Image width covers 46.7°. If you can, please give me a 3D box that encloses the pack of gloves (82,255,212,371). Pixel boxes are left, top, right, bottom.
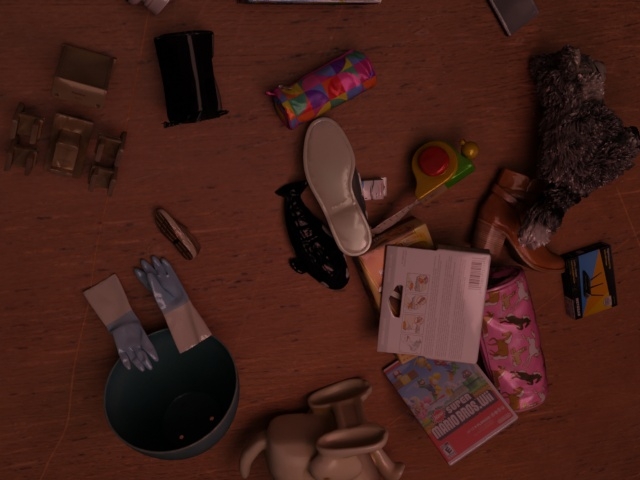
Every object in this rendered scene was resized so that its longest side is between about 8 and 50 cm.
[{"bbox_3d":[-0.379,0.156,1.612,0.195,0.046,0.232,-31,79,-12],"label":"pack of gloves"}]

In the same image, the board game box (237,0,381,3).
[{"bbox_3d":[-0.026,-0.558,1.517,0.276,0.142,0.144,-4,106,-15],"label":"board game box"}]

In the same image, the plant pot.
[{"bbox_3d":[-0.309,0.365,1.653,0.290,0.290,0.195,-24,145,-9],"label":"plant pot"}]

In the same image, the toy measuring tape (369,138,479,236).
[{"bbox_3d":[0.220,-0.139,1.738,0.330,0.121,0.121,-34,112,11],"label":"toy measuring tape"}]

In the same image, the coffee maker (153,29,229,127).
[{"bbox_3d":[-0.265,-0.331,1.499,0.120,0.171,0.178,-7,106,3],"label":"coffee maker"}]

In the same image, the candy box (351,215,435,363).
[{"bbox_3d":[0.212,0.122,1.807,0.183,0.087,0.316,-26,111,-8],"label":"candy box"}]

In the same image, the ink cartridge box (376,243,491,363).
[{"bbox_3d":[0.265,0.145,1.752,0.239,0.060,0.274,6,105,7],"label":"ink cartridge box"}]

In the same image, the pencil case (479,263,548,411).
[{"bbox_3d":[0.472,0.251,1.883,0.167,0.160,0.385,-10,112,22],"label":"pencil case"}]

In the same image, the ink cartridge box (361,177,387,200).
[{"bbox_3d":[0.121,-0.121,1.744,0.083,0.028,0.048,-6,107,-15],"label":"ink cartridge box"}]

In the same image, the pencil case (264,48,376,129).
[{"bbox_3d":[0.004,-0.331,1.616,0.237,0.104,0.104,-28,111,-8],"label":"pencil case"}]

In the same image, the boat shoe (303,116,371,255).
[{"bbox_3d":[0.039,-0.119,1.685,0.116,0.099,0.319,-17,91,4],"label":"boat shoe"}]

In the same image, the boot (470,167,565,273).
[{"bbox_3d":[0.525,-0.046,1.854,0.284,0.109,0.220,19,95,-13],"label":"boot"}]

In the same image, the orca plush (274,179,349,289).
[{"bbox_3d":[0.000,0.000,1.704,0.151,0.102,0.287,-16,109,-11],"label":"orca plush"}]

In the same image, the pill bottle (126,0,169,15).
[{"bbox_3d":[-0.377,-0.542,1.435,0.215,0.117,0.117,40,92,-21],"label":"pill bottle"}]

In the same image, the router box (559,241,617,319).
[{"bbox_3d":[0.712,0.106,1.969,0.133,0.046,0.178,-18,109,-11],"label":"router box"}]

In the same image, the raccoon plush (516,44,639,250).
[{"bbox_3d":[0.541,-0.236,1.682,0.299,0.216,0.446,48,59,-18],"label":"raccoon plush"}]

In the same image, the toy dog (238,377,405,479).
[{"bbox_3d":[0.031,0.611,1.795,0.396,0.284,0.407,-17,111,-10],"label":"toy dog"}]

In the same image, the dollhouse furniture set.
[{"bbox_3d":[-0.498,-0.245,1.499,0.212,0.161,0.242,13,123,-19],"label":"dollhouse furniture set"}]

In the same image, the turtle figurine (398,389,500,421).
[{"bbox_3d":[0.330,0.412,1.890,0.118,0.234,0.175,49,54,-59],"label":"turtle figurine"}]

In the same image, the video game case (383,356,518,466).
[{"bbox_3d":[0.318,0.380,1.834,0.204,0.285,0.025,-34,152,-5],"label":"video game case"}]

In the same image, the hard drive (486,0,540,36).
[{"bbox_3d":[0.438,-0.557,1.715,0.094,0.022,0.135,-38,112,-3],"label":"hard drive"}]

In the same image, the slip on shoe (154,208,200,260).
[{"bbox_3d":[-0.315,-0.019,1.644,0.135,0.051,0.041,52,47,-14],"label":"slip on shoe"}]
